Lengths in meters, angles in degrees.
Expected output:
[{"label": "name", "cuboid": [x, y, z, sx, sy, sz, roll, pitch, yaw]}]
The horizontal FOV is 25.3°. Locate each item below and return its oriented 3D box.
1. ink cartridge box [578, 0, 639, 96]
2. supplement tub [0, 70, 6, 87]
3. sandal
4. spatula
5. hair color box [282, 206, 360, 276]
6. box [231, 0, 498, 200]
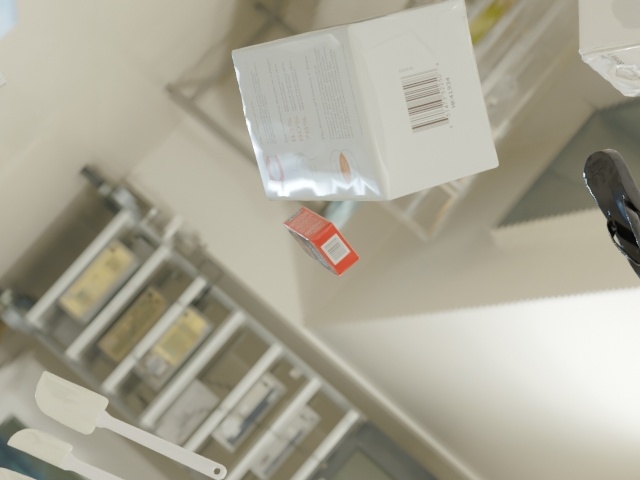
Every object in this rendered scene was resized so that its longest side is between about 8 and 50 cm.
[{"label": "ink cartridge box", "cuboid": [0.294, -0.255, 1.274, 0.160, 0.093, 0.219, 16, 72, -60]}, {"label": "supplement tub", "cuboid": [-0.614, -0.206, 1.915, 0.325, 0.235, 0.235, -35, 170, -9]}, {"label": "sandal", "cuboid": [0.454, -0.019, 2.100, 0.054, 0.254, 0.097, -12, 149, -32]}, {"label": "spatula", "cuboid": [-0.239, 0.264, 1.565, 0.168, 0.242, 0.019, -63, 167, -19]}, {"label": "hair color box", "cuboid": [0.000, 0.000, 2.036, 0.043, 0.072, 0.141, -41, -162, -6]}, {"label": "box", "cuboid": [0.048, -0.173, 1.832, 0.168, 0.215, 0.345, -17, -170, -26]}]
